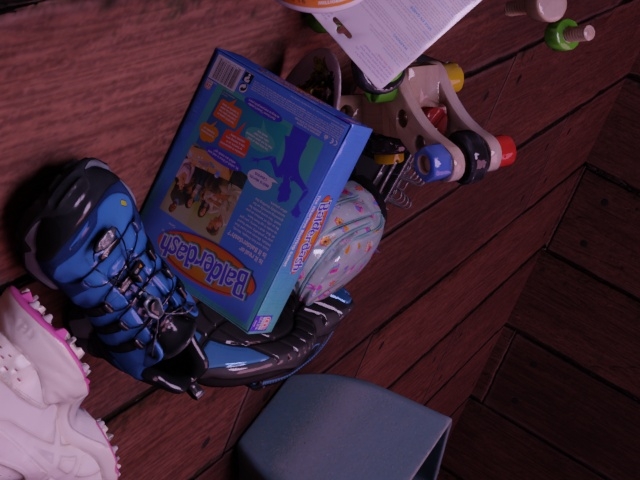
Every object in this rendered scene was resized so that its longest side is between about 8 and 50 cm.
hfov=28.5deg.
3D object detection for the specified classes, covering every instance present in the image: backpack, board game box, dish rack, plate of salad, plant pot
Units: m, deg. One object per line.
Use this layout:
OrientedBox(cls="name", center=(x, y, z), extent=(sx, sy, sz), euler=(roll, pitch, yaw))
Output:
OrientedBox(cls="backpack", center=(0.000, 0.000, 1.500), extent=(0.182, 0.115, 0.152), euler=(-23, 143, -59))
OrientedBox(cls="board game box", center=(-0.069, -0.045, 1.142), extent=(0.210, 0.160, 0.047), euler=(-62, 155, 11))
OrientedBox(cls="dish rack", center=(0.123, -0.133, 1.699), extent=(0.208, 0.074, 0.271), euler=(-59, 163, 1))
OrientedBox(cls="plate of salad", center=(-0.038, -0.096, 1.222), extent=(0.200, 0.048, 0.200), euler=(-49, -149, 43))
OrientedBox(cls="plant pot", center=(0.015, 0.342, 1.873), extent=(0.248, 0.252, 0.247), euler=(-51, 162, -29))

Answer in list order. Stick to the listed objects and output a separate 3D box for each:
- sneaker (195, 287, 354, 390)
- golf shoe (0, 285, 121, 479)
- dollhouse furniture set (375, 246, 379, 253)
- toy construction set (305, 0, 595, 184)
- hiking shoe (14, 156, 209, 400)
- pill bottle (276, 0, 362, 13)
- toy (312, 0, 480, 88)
OrientedBox(cls="sneaker", center=(-0.070, 0.133, 1.507), extent=(0.139, 0.125, 0.341), euler=(-59, 162, 21))
OrientedBox(cls="golf shoe", center=(-0.260, 0.164, 1.076), extent=(0.140, 0.115, 0.306), euler=(-40, 150, -23))
OrientedBox(cls="dollhouse furniture set", center=(0.011, -0.029, 1.665), extent=(0.081, 0.091, 0.114), euler=(-24, 145, 19))
OrientedBox(cls="toy construction set", center=(0.127, -0.213, 1.407), extent=(0.309, 0.257, 0.237), euler=(-35, -160, -20))
OrientedBox(cls="hiking shoe", center=(-0.159, 0.034, 1.070), extent=(0.113, 0.132, 0.304), euler=(-54, 162, -18))
OrientedBox(cls="pill bottle", center=(-0.005, -0.288, 0.993), extent=(0.121, 0.121, 0.216), euler=(-53, 162, -20))
OrientedBox(cls="toy", center=(0.101, -0.272, 1.209), extent=(0.237, 0.137, 0.056), euler=(-41, 180, 5))
